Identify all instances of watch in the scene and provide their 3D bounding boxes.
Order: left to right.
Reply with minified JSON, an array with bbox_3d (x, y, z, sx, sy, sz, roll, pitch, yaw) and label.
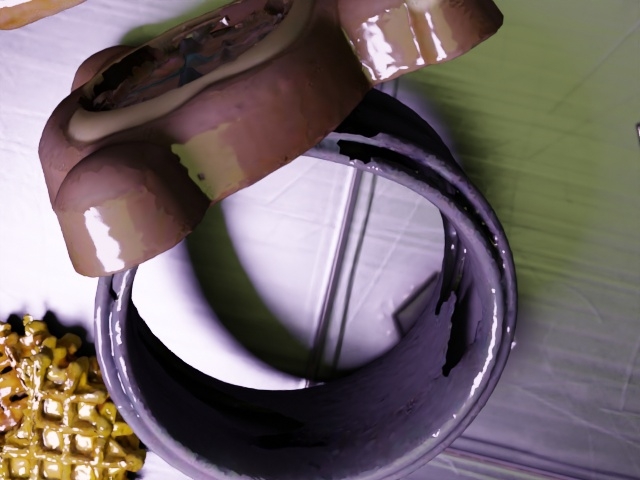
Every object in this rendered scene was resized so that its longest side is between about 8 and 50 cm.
[{"bbox_3d":[0.000,0.000,0.870,0.335,0.314,0.327,-27,113,1],"label":"watch"}]

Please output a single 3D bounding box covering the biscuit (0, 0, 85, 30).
[{"bbox_3d":[-0.158,-0.296,0.880,0.290,0.062,0.237,-21,114,12],"label":"biscuit"}]

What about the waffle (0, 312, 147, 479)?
[{"bbox_3d":[-0.240,0.164,1.022,0.197,0.070,0.193,32,106,-3],"label":"waffle"}]

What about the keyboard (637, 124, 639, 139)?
[{"bbox_3d":[0.303,-0.076,0.926,0.129,0.015,0.049,-13,103,10],"label":"keyboard"}]
